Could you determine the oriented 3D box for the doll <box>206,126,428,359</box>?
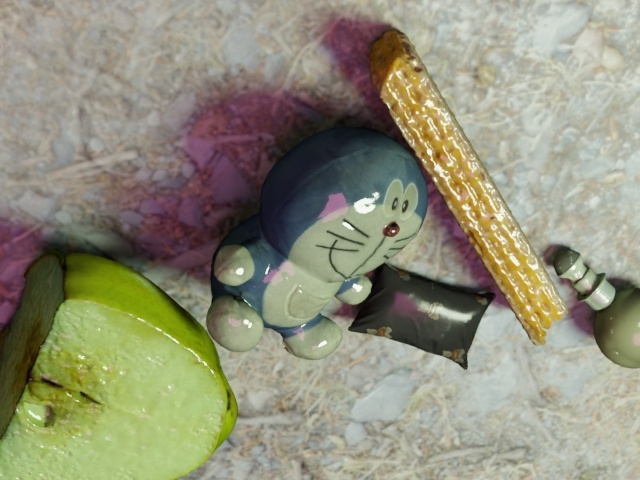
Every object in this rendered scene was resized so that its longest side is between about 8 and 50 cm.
[{"bbox_3d":[0.000,0.000,1.292,0.258,0.154,0.228,-41,147,26],"label":"doll"}]

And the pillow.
[{"bbox_3d":[0.114,0.081,1.409,0.150,0.048,0.090,19,117,-13],"label":"pillow"}]

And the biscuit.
[{"bbox_3d":[0.157,-0.049,1.320,0.054,0.094,0.379,-30,116,9],"label":"biscuit"}]

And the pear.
[{"bbox_3d":[-0.210,0.143,1.347,0.292,0.159,0.292,-3,122,-4],"label":"pear"}]

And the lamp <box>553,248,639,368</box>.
[{"bbox_3d":[0.323,0.069,1.415,0.163,0.091,0.091,45,106,-7],"label":"lamp"}]
